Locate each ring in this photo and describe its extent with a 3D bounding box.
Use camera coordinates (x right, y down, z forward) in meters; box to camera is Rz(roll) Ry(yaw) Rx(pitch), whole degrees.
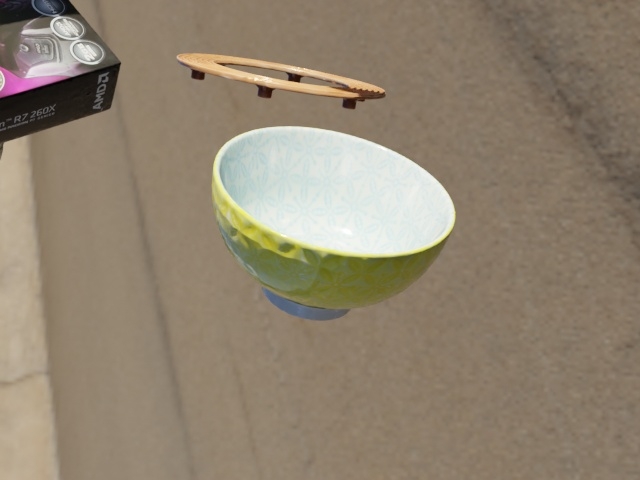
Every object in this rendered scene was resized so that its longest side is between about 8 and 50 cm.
[{"bbox_3d":[-0.063,-0.252,2.046,0.336,0.336,0.032,-139,57,-68],"label":"ring"}]

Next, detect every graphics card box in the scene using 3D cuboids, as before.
[{"bbox_3d":[-0.458,-0.212,1.555,0.233,0.371,0.094,49,140,24],"label":"graphics card box"}]

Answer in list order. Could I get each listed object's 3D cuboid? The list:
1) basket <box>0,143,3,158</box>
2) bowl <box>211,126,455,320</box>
[{"bbox_3d":[-0.585,-0.224,1.847,0.201,0.289,0.255,-39,-26,-55],"label":"basket"},{"bbox_3d":[0.000,0.000,1.523,0.289,0.289,0.156,-111,31,-54],"label":"bowl"}]
